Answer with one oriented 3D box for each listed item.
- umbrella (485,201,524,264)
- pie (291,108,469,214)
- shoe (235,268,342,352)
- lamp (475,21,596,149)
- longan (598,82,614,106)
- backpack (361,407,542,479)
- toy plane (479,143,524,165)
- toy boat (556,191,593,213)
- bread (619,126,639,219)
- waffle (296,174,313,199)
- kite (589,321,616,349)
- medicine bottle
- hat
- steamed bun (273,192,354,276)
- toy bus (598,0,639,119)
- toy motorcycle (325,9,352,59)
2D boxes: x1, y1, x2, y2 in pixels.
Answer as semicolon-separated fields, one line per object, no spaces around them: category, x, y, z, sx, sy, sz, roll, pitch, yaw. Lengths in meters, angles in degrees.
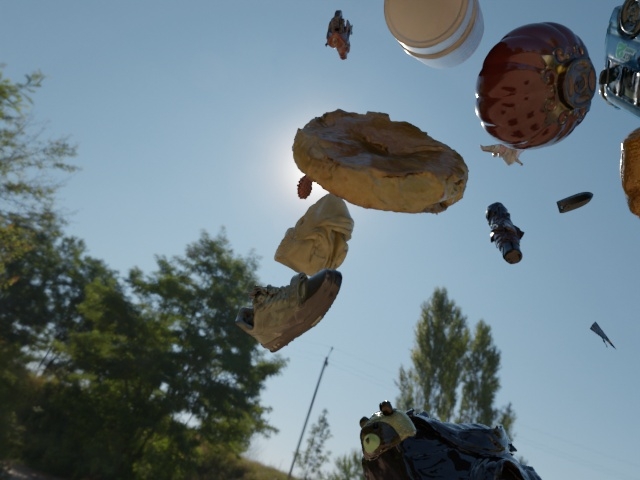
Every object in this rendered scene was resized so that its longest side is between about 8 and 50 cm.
umbrella;0.591;-0.030;1.447;0.094;0.326;0.090;34;-59;-9
pie;0.110;-0.155;0.828;0.339;0.339;0.083;18;-53;3
shoe;-0.088;0.138;1.000;0.149;0.109;0.293;33;-57;-15
lamp;0.526;-0.375;1.104;0.303;0.303;0.257;40;-7;-30
longan;0.803;-0.401;1.137;0.145;0.176;0.155;26;-38;-18
backpack;0.355;0.593;1.131;0.446;0.363;0.255;8;-61;-33
toy plane;0.636;-0.331;1.466;0.101;0.251;0.255;49;-10;39
toy boat;1.026;-0.158;1.792;0.141;0.060;0.055;-22;-77;10
bread;1.144;-0.234;1.541;0.148;0.328;0.337;-8;-81;44
waffle;-0.050;-0.175;1.442;0.029;0.075;0.083;15;-52;26
kite;0.779;0.260;1.242;0.122;0.090;0.004;30;-51;-22
medicine bottle;0.302;-0.570;1.151;0.211;0.371;0.211;6;-75;22
hat;0.088;0.264;0.626;0.076;0.059;0.077;-14;-33;-24
steamed bun;0.002;-0.001;1.627;0.203;0.289;0.276;40;-25;-20
toy bus;0.377;-0.160;0.418;0.113;0.246;0.134;-7;-57;4
toy motorcycle;0.067;-0.700;1.559;0.084;0.118;0.212;7;-4;12
